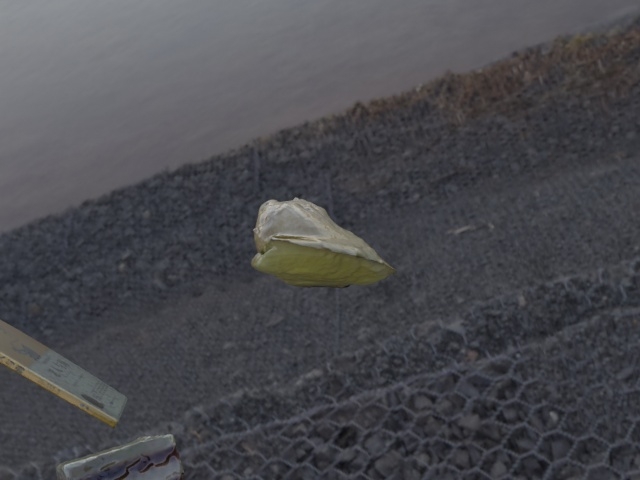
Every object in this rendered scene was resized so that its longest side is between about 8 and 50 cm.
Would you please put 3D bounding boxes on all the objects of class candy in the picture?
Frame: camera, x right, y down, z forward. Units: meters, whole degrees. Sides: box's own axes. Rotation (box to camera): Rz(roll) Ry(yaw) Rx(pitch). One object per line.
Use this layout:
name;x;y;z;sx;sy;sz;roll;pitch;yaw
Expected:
candy;-0.338;0.411;1.453;0.179;0.320;0.135;-13;81;-22

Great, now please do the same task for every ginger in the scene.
ginger;0.004;0.003;1.136;0.115;0.193;0.123;-52;33;42

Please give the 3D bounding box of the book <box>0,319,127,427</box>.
book;-0.562;0.247;1.737;0.032;0.389;0.269;-58;8;-5
